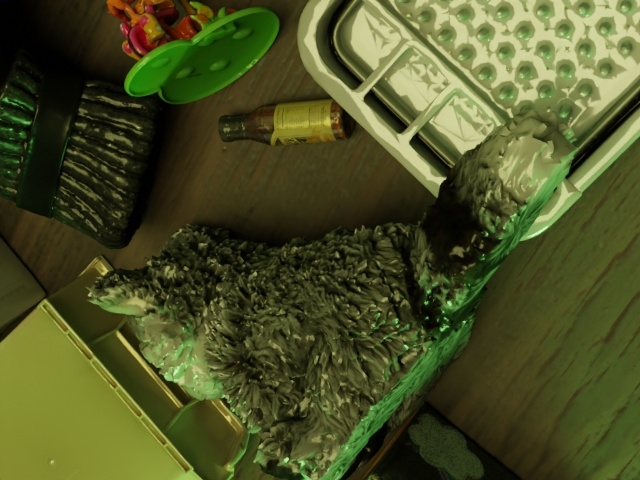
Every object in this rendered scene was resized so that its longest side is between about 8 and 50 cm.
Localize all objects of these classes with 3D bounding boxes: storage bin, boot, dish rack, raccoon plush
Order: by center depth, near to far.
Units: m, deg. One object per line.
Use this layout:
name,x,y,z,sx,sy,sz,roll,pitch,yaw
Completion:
dish rack,0.174,-0.195,1.044,0.285,0.072,0.333,44,115,4
raccoon plush,0.000,0.000,1.100,0.299,0.216,0.446,41,109,17
boot,-0.269,-0.152,1.123,0.260,0.131,0.348,18,143,6
storage bin,-0.251,0.206,1.288,0.262,0.123,0.260,-41,90,25

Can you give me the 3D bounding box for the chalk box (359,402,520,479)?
chalk box,0.137,0.331,1.154,0.289,0.180,0.179,39,114,7

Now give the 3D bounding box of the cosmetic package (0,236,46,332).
cosmetic package,-0.494,0.124,1.311,0.365,0.197,0.155,-36,92,26

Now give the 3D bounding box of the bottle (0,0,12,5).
bottle,-0.368,-0.269,1.203,0.283,0.092,0.118,-15,106,23

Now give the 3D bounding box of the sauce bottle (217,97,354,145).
sauce bottle,-0.033,-0.109,1.161,0.128,0.042,0.042,-2,105,23

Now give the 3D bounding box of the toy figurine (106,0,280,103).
toy figurine,-0.148,-0.220,1.117,0.159,0.173,0.130,55,133,12
